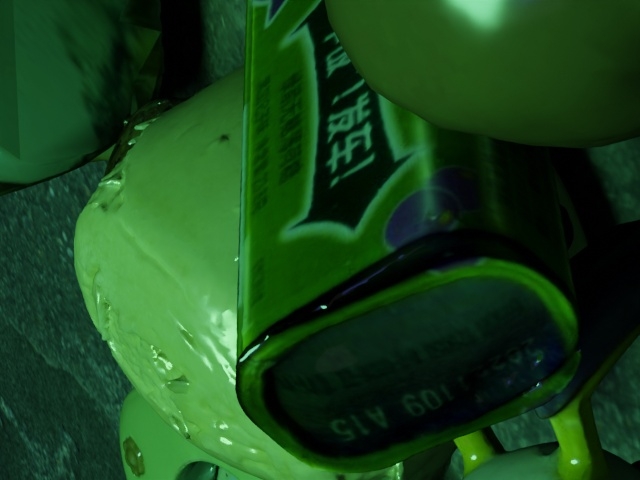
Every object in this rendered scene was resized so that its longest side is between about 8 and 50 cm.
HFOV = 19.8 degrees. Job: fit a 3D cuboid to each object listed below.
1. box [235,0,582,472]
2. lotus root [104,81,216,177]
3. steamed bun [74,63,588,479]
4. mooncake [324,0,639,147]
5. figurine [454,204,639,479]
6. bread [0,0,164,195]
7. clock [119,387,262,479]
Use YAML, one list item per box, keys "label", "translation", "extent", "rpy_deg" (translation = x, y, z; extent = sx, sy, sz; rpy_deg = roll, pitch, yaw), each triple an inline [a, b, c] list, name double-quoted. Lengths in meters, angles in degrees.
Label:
- label: "box"
  translation: [0.032, -0.058, 0.806]
  extent: [0.097, 0.134, 0.345]
  rpy_deg: [44, -154, -30]
- label: "lotus root"
  translation: [-0.079, -0.035, 1.196]
  extent: [0.120, 0.120, 0.209]
  rpy_deg: [61, 152, 17]
- label: "steamed bun"
  translation: [0.000, 0.000, 0.963]
  extent: [0.273, 0.232, 0.166]
  rpy_deg: [39, 145, 42]
- label: "mooncake"
  translation: [0.084, -0.262, 0.616]
  extent: [0.467, 0.262, 0.467]
  rpy_deg: [37, 138, 42]
- label: "figurine"
  translation: [0.154, 0.182, 0.833]
  extent: [0.154, 0.193, 0.421]
  rpy_deg: [-12, 114, 52]
- label: "bread"
  translation: [-0.232, -0.211, 1.226]
  extent: [0.264, 0.239, 0.395]
  rpy_deg: [33, 132, 54]
- label: "clock"
  translation: [-0.002, 0.228, 1.229]
  extent: [0.286, 0.117, 0.348]
  rpy_deg: [-30, 82, 61]
